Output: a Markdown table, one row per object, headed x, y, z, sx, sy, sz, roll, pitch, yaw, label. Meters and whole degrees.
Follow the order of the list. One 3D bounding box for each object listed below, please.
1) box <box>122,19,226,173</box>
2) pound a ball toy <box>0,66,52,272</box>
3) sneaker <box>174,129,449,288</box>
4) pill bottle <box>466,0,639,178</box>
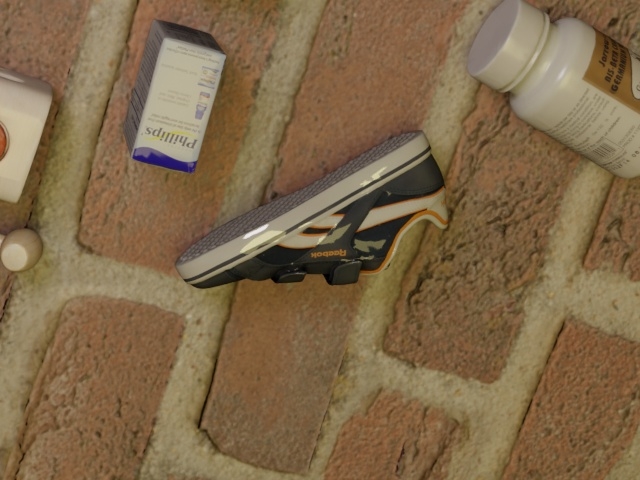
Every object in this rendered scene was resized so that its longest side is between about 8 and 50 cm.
| x | y | z | sx | sy | sz | roll | pitch | yaw | label |
| --- | --- | --- | --- | --- | --- | --- | --- | --- | --- |
| -0.160 | -0.157 | 1.632 | 0.072 | 0.126 | 0.137 | 14 | 104 | -15 | box |
| -0.424 | -0.097 | 1.599 | 0.319 | 0.136 | 0.208 | 19 | 102 | -14 | pound a ball toy |
| 0.000 | 0.000 | 1.707 | 0.321 | 0.126 | 0.127 | -26 | 103 | -3 | sneaker |
| 0.287 | -0.177 | 1.702 | 0.229 | 0.131 | 0.131 | 28 | 100 | -16 | pill bottle |
